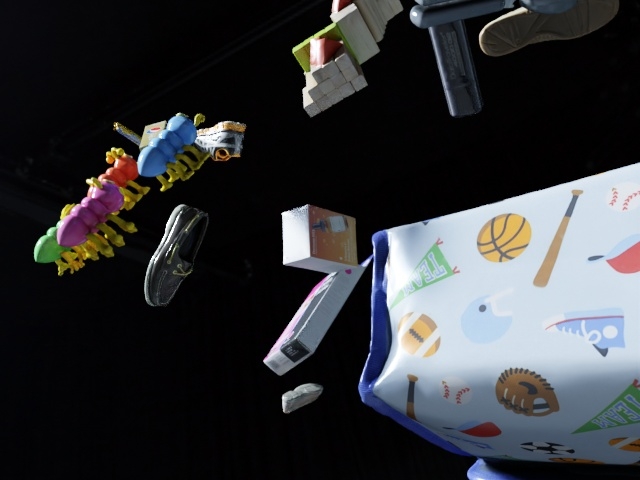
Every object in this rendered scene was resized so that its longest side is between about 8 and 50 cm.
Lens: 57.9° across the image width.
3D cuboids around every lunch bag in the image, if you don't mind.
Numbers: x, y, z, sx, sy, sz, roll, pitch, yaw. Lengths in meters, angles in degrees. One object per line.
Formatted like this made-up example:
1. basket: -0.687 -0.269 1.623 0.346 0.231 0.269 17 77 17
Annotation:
1. lunch bag: 0.277 0.135 0.606 0.328 0.239 0.385 -12 -37 34

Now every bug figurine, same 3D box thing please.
1. bug figurine: -0.253 -0.058 0.710 0.072 0.216 0.279 46 -33 -22

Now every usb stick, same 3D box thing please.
1. usb stick: 0.292 -0.402 1.265 0.077 0.045 0.278 -10 -62 24

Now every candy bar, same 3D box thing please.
1. candy bar: -0.554 -0.303 1.752 0.161 0.018 0.040 34 -37 -11

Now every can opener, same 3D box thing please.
1. can opener: 0.280 -0.394 0.921 0.280 0.093 0.074 -14 -44 -12

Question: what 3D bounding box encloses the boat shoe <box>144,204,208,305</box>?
1. boat shoe: -0.305 0.037 1.234 0.068 0.228 0.081 15 -7 26

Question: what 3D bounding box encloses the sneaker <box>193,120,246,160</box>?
1. sneaker: -0.259 -0.236 1.444 0.084 0.083 0.215 -1 -3 -35

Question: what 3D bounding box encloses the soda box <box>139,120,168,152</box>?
1. soda box: -0.416 -0.246 1.476 0.058 0.181 0.061 -16 -60 -2

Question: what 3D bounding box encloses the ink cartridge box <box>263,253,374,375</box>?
1. ink cartridge box: 0.003 0.168 1.480 0.069 0.371 0.176 42 -42 -3

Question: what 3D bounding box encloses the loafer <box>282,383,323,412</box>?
1. loafer: -0.043 0.364 1.338 0.045 0.039 0.125 18 14 38

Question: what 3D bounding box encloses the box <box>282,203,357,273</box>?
1. box: 0.000 0.000 1.388 0.091 0.130 0.170 -15 -19 41

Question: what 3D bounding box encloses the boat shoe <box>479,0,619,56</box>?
1. boat shoe: 0.585 -0.581 1.509 0.341 0.110 0.122 -10 -64 17

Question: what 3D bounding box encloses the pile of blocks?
1. pile of blocks: 0.030 -0.367 1.000 0.149 0.362 0.113 -11 -51 35
